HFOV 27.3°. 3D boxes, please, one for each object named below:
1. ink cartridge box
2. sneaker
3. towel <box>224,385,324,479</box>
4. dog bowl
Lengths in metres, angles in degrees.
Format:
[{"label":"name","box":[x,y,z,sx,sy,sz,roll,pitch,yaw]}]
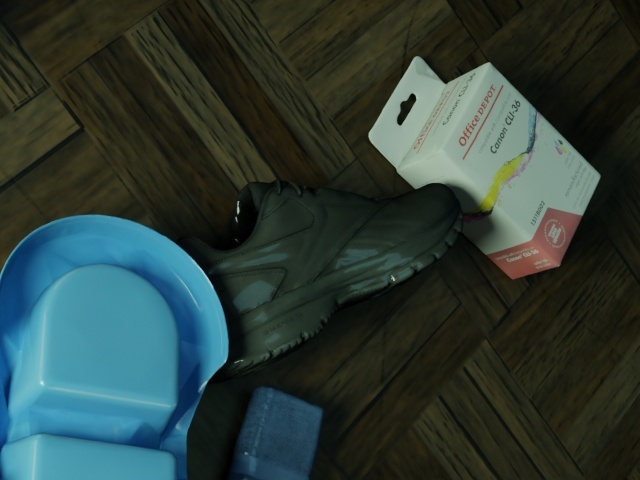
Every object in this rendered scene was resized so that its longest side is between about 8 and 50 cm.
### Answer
[{"label":"ink cartridge box","box":[0.148,-0.074,1.177,0.198,0.067,0.115,41,58,-19]},{"label":"sneaker","box":[0.000,0.000,1.035,0.286,0.109,0.130,-28,87,-39]},{"label":"towel","box":[-0.040,0.175,1.001,0.067,0.029,0.119,29,63,-26]},{"label":"dog bowl","box":[-0.151,0.129,0.876,0.166,0.074,0.297,13,59,-26]}]
